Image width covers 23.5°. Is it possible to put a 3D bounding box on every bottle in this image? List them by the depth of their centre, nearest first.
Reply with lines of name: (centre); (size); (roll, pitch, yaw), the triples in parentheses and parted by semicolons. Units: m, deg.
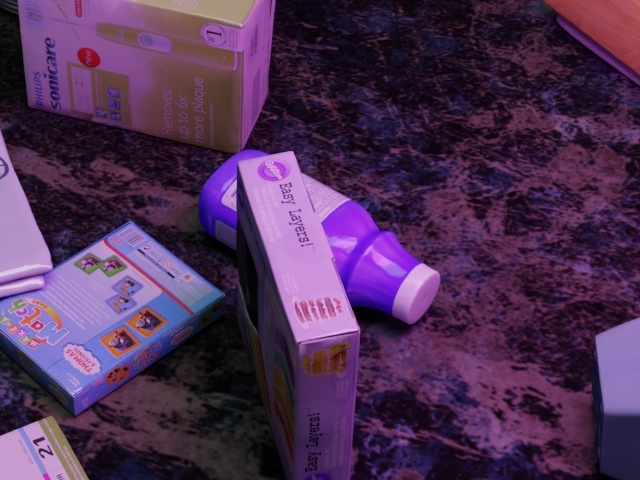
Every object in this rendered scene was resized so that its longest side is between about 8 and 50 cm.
bottle: (0.000, 0.000, 1.728); (0.283, 0.092, 0.118); (29, 50, 22)

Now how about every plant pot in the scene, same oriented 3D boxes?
plant pot: (0.396, 0.161, 1.557); (0.234, 0.165, 0.165); (-1, 45, 5)

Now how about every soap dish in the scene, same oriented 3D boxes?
soap dish: (0.479, -0.304, 2.056); (0.229, 0.118, 0.291); (-27, 54, -28)

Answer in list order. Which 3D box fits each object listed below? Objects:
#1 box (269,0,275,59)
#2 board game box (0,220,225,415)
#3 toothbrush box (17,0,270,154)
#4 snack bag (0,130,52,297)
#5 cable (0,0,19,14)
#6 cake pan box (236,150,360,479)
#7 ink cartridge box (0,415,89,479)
box: (-0.098, -0.375, 2.046); (0.087, 0.169, 0.290); (5, 43, -3)
board game box: (-0.234, 0.079, 1.667); (0.160, 0.039, 0.211); (36, 52, 28)
toothbrush box: (-0.211, -0.243, 1.875); (0.283, 0.206, 0.122); (15, 46, 9)
snack bag: (-0.494, -0.023, 1.738); (0.323, 0.037, 0.342); (-15, 42, -15)
cable: (-0.351, -0.403, 2.108); (0.257, 0.089, 0.257); (9, 44, 3)
cake pan box: (-0.028, 0.081, 1.537); (0.070, 0.245, 0.267); (-8, 47, -13)
ink cartridge box: (-0.323, 0.297, 1.400); (0.255, 0.097, 0.189); (-20, 50, -24)
